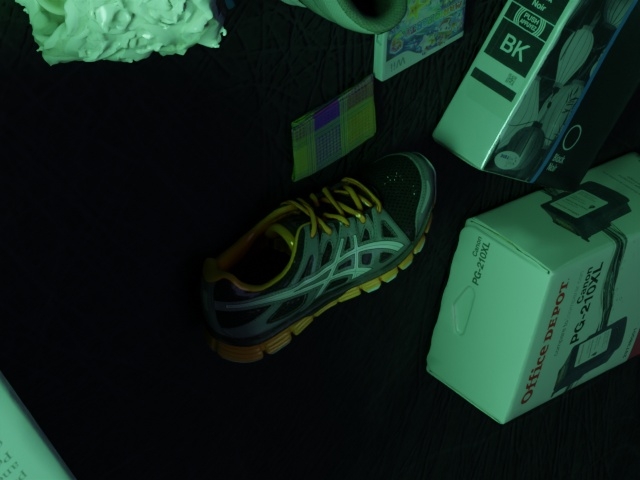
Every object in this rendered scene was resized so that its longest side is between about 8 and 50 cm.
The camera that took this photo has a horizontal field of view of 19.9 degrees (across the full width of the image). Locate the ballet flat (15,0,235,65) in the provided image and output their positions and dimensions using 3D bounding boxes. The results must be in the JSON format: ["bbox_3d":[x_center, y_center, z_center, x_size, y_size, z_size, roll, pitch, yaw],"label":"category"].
[{"bbox_3d":[-0.136,-0.229,0.897,0.147,0.147,0.409,-39,146,-21],"label":"ballet flat"}]

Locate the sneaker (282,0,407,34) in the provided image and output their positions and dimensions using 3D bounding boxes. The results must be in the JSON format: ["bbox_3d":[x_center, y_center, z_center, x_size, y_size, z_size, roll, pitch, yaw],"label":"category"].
[{"bbox_3d":[0.008,-0.236,1.088,0.100,0.108,0.271,-38,144,-19],"label":"sneaker"}]

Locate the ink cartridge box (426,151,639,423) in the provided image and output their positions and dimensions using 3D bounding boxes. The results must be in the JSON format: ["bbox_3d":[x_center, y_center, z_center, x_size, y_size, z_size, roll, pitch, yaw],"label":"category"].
[{"bbox_3d":[0.221,0.040,1.631,0.237,0.100,0.172,-21,136,-41],"label":"ink cartridge box"}]

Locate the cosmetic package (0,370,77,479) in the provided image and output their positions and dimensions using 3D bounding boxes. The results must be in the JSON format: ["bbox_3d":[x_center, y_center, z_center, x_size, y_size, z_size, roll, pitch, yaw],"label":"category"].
[{"bbox_3d":[-0.252,0.125,0.988,0.161,0.230,0.453,-44,148,-16],"label":"cosmetic package"}]

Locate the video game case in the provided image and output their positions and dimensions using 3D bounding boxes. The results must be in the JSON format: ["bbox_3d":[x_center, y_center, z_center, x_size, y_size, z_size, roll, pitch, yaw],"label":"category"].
[{"bbox_3d":[0.074,-0.181,1.314,0.087,0.011,0.122,-32,143,-30],"label":"video game case"}]

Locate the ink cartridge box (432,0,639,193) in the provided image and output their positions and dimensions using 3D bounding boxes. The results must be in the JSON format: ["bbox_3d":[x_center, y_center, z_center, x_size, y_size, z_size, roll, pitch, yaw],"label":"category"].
[{"bbox_3d":[0.227,-0.199,1.446,0.165,0.065,0.332,9,113,-54],"label":"ink cartridge box"}]

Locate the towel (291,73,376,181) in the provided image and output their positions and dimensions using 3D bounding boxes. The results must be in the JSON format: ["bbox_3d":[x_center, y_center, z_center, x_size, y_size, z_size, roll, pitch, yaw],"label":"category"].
[{"bbox_3d":[0.010,-0.082,1.330,0.083,0.009,0.060,-35,144,-26],"label":"towel"}]

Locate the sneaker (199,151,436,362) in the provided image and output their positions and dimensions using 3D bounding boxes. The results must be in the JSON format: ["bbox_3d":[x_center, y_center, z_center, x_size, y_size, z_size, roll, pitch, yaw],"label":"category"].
[{"bbox_3d":[0.000,0.000,1.331,0.215,0.084,0.083,-40,141,-18],"label":"sneaker"}]
